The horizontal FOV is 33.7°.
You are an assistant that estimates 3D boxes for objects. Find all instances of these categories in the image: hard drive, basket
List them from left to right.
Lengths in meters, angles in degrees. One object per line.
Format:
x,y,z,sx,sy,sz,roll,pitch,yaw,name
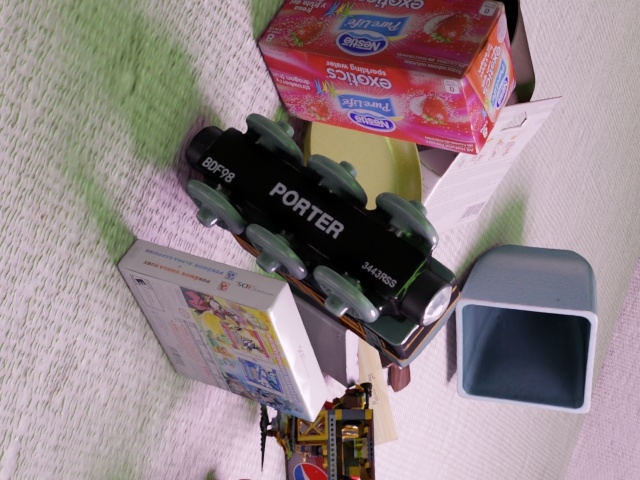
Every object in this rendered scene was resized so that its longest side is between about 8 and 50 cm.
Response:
-0.003,0.120,1.359,0.022,0.135,0.094,-26,129,-32,hard drive
0.238,-0.272,1.572,0.227,0.154,0.204,37,67,-64,basket

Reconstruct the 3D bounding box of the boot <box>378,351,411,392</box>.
0.122,0.217,1.749,0.106,0.037,0.114,-40,143,-43,boot

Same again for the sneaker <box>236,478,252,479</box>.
-0.088,0.367,1.369,0.279,0.107,0.118,6,92,-57,sneaker

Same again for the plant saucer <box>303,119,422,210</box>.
0.050,-0.091,1.360,0.241,0.037,0.241,14,72,-49,plant saucer

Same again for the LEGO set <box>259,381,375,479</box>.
-0.029,0.340,1.282,0.255,0.192,0.331,83,7,-76,LEGO set

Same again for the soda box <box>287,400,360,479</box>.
0.011,0.366,1.565,0.083,0.092,0.263,-43,140,-48,soda box

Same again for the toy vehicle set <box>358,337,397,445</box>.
0.056,0.143,1.478,0.166,0.035,0.267,-105,180,-46,toy vehicle set

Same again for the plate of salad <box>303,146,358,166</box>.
0.032,-0.051,1.398,0.200,0.048,0.200,14,73,-50,plate of salad

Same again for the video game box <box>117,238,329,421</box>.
-0.098,0.097,1.118,0.048,0.187,0.205,-56,148,-29,video game box

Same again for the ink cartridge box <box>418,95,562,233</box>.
0.224,-0.123,1.608,0.296,0.066,0.261,-18,145,-58,ink cartridge box

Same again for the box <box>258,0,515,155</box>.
0.078,-0.201,1.197,0.122,0.257,0.128,-60,150,-26,box

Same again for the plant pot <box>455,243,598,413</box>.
0.402,0.142,2.007,0.252,0.248,0.247,-65,155,-50,plant pot

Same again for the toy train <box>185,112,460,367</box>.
0.000,0.000,1.106,0.142,0.334,0.190,-50,154,-13,toy train
